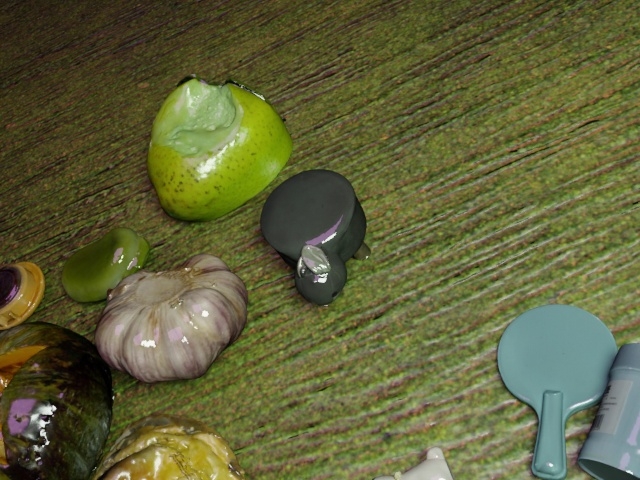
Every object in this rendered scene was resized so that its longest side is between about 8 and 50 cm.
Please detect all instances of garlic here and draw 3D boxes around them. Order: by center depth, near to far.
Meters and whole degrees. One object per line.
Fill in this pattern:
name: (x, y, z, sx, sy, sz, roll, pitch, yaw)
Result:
garlic: (-0.223, 0.130, 1.048, 0.245, 0.160, 0.244, -13, 33, 9)

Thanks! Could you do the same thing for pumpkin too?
pumpkin: (-0.459, 0.273, 1.009, 0.321, 0.192, 0.320, -15, 52, 20)

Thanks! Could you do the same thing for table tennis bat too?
table tennis bat: (0.304, 0.189, 0.868, 0.153, 0.040, 0.244, 1, 54, 23)

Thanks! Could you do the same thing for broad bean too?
broad bean: (-0.387, 0.047, 1.218, 0.175, 0.082, 0.124, -37, 51, 8)

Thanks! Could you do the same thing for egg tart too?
egg tart: (-0.235, 0.377, 0.906, 0.297, 0.132, 0.296, -8, 61, 14)

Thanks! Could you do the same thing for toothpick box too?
toothpick box: (0.375, 0.211, 0.783, 0.101, 0.101, 0.153, 20, 68, 31)

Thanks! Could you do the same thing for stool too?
stool: (-0.009, 0.001, 1.054, 0.154, 0.139, 0.227, 4, 60, 24)

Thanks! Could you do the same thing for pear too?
pear: (-0.226, -0.161, 1.242, 0.293, 0.159, 0.292, -10, 58, 16)

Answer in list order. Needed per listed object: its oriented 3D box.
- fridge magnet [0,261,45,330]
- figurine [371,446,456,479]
fridge magnet: (-0.586, 0.102, 1.264, 0.143, 0.063, 0.143, -10, 58, 17)
figurine: (0.102, 0.329, 0.825, 0.146, 0.081, 0.098, -26, 52, 4)
